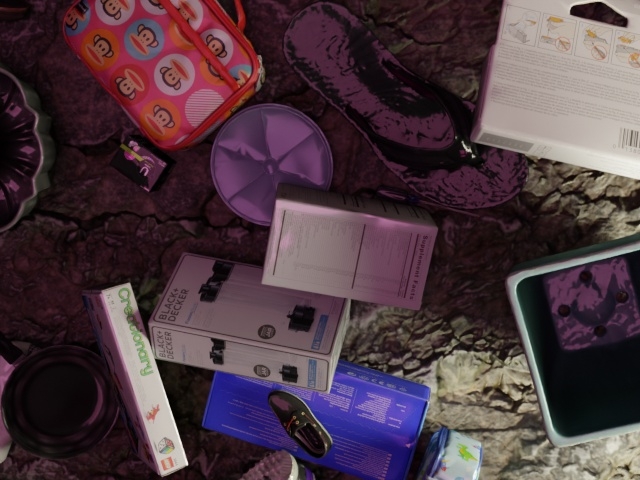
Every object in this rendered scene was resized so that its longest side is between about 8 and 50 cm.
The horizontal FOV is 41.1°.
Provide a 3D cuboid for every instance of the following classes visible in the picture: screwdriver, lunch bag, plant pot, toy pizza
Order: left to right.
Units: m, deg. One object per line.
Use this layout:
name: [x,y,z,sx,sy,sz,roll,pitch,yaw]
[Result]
lunch bag: [-0.230,-0.313,1.357,0.258,0.120,0.293,-40,91,8]
toy pizza: [-0.079,-0.123,1.390,0.201,0.032,0.201,2,105,6]
screwdriver: [0.172,-0.061,1.372,0.170,0.025,0.024,14,99,-1]
lunch bag: [0.182,0.414,1.353,0.090,0.176,0.219,22,99,11]
plant pot: [0.409,0.116,1.233,0.247,0.252,0.247,-15,94,11]

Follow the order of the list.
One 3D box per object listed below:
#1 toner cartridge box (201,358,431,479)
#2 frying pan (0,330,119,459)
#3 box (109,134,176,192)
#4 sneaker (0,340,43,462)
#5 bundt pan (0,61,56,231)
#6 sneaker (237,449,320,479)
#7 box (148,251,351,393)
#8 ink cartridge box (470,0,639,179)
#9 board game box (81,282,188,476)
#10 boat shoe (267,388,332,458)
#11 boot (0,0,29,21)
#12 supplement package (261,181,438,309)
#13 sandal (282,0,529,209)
toner cartridge box: [-0.007,0.276,1.415,0.348,0.075,0.165,17,102,7]
frying pan: [-0.500,0.249,1.450,0.326,0.053,0.197,26,83,-17]
box: [-0.294,-0.129,1.419,0.083,0.052,0.062,35,101,2]
sneaker: [-0.546,0.291,1.505,0.095,0.090,0.235,11,101,-2]
bundt pan: [-0.590,-0.158,1.429,0.331,0.124,0.330,1,98,8]
sneaker: [-0.108,0.464,1.444,0.293,0.102,0.146,-32,128,29]
box: [-0.107,0.127,1.356,0.290,0.169,0.087,11,134,9]
ink cartridge box: [0.390,-0.242,1.265,0.296,0.066,0.261,13,74,-1]
board game box: [-0.309,0.219,1.402,0.053,0.193,0.305,-19,96,-24]
boat shoe: [-0.035,0.291,1.362,0.049,0.042,0.133,-44,88,15]
boot: [-0.592,-0.360,1.440,0.219,0.082,0.106,4,120,5]
supplement package: [0.041,0.007,1.314,0.244,0.134,0.139,11,104,-4]
sandal: [0.120,-0.195,1.313,0.446,0.107,0.167,37,102,3]
